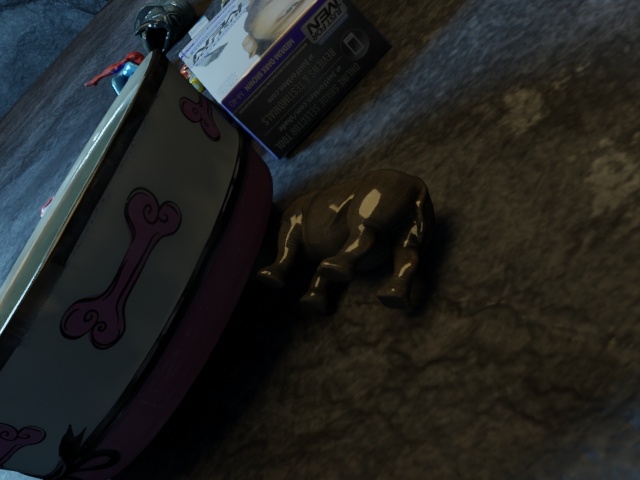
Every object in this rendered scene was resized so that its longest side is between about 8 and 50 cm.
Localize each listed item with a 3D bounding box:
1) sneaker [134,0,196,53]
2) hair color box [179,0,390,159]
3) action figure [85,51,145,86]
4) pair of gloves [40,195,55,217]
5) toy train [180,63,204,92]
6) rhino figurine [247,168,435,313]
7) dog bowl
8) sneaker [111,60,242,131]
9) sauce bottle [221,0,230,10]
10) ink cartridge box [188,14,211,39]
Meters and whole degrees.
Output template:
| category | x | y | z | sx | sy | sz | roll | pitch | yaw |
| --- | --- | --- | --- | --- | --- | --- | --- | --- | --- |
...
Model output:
| category | x | y | z | sx | sy | sz | roll | pitch | yaw |
| --- | --- | --- | --- | --- | --- | --- | --- | --- | --- |
| sneaker | -0.380 | -0.467 | 1.797 | 0.227 | 0.087 | 0.130 | 5 | 51 | 51 |
| hair color box | -0.063 | -0.243 | 1.026 | 0.185 | 0.110 | 0.339 | -46 | 29 | 3 |
| action figure | -0.370 | -0.284 | 1.537 | 0.139 | 0.091 | 0.280 | -36 | 29 | 5 |
| pair of gloves | -0.475 | -0.109 | 1.547 | 0.159 | 0.023 | 0.198 | 7 | 61 | 58 |
| toy train | -0.219 | -0.304 | 1.395 | 0.166 | 0.046 | 0.125 | 2 | 56 | 57 |
| rhino figurine | 0.000 | 0.000 | 0.656 | 0.243 | 0.073 | 0.106 | -7 | 50 | 54 |
| dog bowl | -0.196 | 0.036 | 0.746 | 0.408 | 0.150 | 0.408 | -49 | 21 | 27 |
| sneaker | -0.216 | -0.167 | 1.115 | 0.125 | 0.139 | 0.341 | -49 | 28 | -4 |
| sauce bottle | -0.165 | -0.464 | 1.525 | 0.042 | 0.042 | 0.128 | -36 | 32 | 23 |
| ink cartridge box | -0.225 | -0.403 | 1.551 | 0.048 | 0.028 | 0.083 | -45 | 28 | 7 |
